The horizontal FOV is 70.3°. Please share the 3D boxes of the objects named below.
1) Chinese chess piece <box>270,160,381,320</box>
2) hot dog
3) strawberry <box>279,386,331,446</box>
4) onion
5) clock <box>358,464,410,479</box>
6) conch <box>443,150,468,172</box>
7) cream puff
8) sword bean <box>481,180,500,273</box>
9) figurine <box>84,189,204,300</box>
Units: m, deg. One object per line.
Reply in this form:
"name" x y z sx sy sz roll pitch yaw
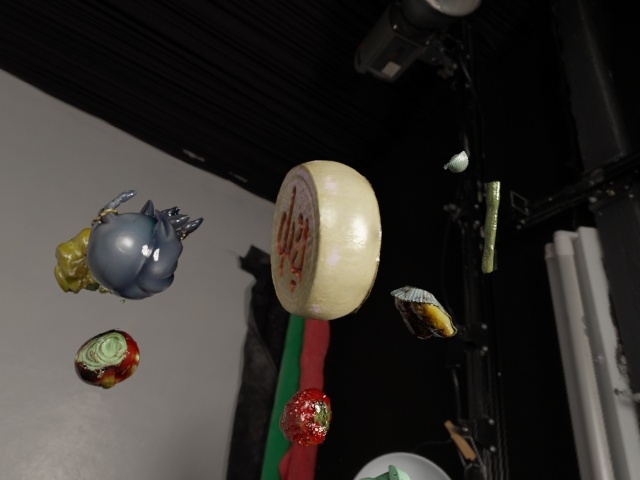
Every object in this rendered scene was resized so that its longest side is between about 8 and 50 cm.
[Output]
"Chinese chess piece" 0.000 0.000 0.778 0.270 0.112 0.271 -177 -90 -68
"hot dog" 0.306 0.223 1.351 0.162 0.270 0.082 8 -119 39
"strawberry" -0.028 0.320 0.829 0.106 0.106 0.106 -46 -149 38
"onion" -0.411 0.234 0.886 0.118 0.117 0.119 175 -90 -84
"clock" 0.103 0.556 0.919 0.188 0.060 0.148 -34 -147 23
"conch" 0.443 -0.247 1.460 0.085 0.056 0.076 -46 174 -26
"cream puff" -0.575 0.057 1.183 0.194 0.220 0.195 -22 -121 42
"sword bean" 0.490 -0.036 1.312 0.043 0.038 0.270 -17 110 -70
"figurine" -0.353 0.008 0.903 0.265 0.196 0.175 41 -66 62
